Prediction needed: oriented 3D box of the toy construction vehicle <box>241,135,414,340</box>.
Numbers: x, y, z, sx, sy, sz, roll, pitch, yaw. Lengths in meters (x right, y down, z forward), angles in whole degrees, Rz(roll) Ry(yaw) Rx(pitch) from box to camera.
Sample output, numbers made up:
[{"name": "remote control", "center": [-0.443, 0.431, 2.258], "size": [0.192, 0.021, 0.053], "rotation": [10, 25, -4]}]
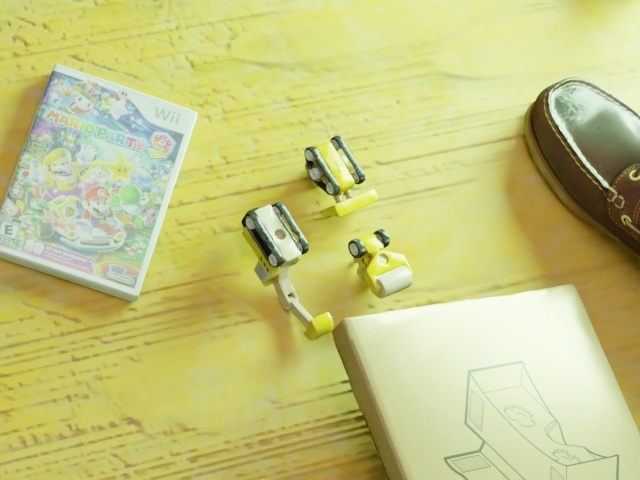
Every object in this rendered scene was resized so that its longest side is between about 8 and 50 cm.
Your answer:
[{"name": "toy construction vehicle", "center": [0.000, 0.000, 1.121], "size": [0.086, 0.035, 0.098], "rotation": [-27, 78, -34]}]

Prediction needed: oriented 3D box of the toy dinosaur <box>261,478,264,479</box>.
[{"name": "toy dinosaur", "center": [0.045, 0.189, 1.046], "size": [0.183, 0.053, 0.092], "rotation": [15, 49, -16]}]

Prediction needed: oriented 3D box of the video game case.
[{"name": "video game case", "center": [-0.127, -0.033, 1.112], "size": [0.087, 0.011, 0.122], "rotation": [18, 64, -5]}]

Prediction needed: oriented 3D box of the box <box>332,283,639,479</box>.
[{"name": "box", "center": [0.110, 0.123, 1.070], "size": [0.164, 0.021, 0.201], "rotation": [-7, 64, -33]}]

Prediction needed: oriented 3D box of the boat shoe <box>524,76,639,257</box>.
[{"name": "boat shoe", "center": [0.205, -0.021, 1.157], "size": [0.073, 0.073, 0.207], "rotation": [-39, 80, -24]}]
